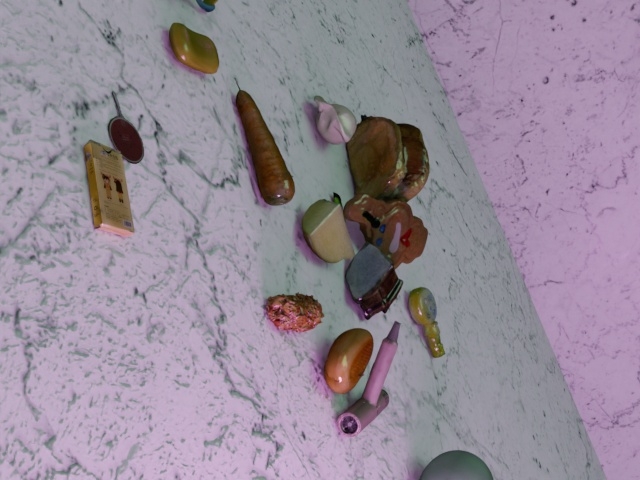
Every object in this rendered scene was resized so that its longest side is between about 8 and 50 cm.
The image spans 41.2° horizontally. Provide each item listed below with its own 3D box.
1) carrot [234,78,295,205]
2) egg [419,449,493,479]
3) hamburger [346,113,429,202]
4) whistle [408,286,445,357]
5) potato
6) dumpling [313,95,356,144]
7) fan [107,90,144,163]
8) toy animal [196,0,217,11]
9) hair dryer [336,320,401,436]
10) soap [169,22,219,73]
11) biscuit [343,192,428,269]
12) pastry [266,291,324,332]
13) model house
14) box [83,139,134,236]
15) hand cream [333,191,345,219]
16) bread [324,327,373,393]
[{"bbox_3d":[-0.128,-0.213,1.803,0.078,0.078,0.298,9,58,-62],"label":"carrot"},{"bbox_3d":[0.299,0.562,1.893,0.168,0.168,0.231,65,30,-6],"label":"egg"},{"bbox_3d":[0.186,-0.210,2.273,0.132,0.211,0.309,32,43,-45],"label":"hamburger"},{"bbox_3d":[0.288,0.223,2.311,0.104,0.057,0.198,-27,102,-58],"label":"whistle"},{"bbox_3d":[0.000,0.000,1.907,0.120,0.081,0.149,-43,130,-33],"label":"potato"},{"bbox_3d":[0.030,-0.315,2.169,0.134,0.099,0.169,54,26,-20],"label":"dumpling"},{"bbox_3d":[-0.331,-0.191,1.432,0.085,0.005,0.133,7,64,-62],"label":"fan"},{"bbox_3d":[-0.248,-0.539,1.809,0.208,0.100,0.103,-51,138,-72],"label":"toy animal"},{"bbox_3d":[0.118,0.280,1.757,0.195,0.053,0.221,-19,130,-67],"label":"hair dryer"},{"bbox_3d":[-0.254,-0.382,1.705,0.140,0.045,0.089,11,57,-60],"label":"soap"},{"bbox_3d":[0.166,-0.024,2.151,0.320,0.047,0.183,43,71,-42],"label":"biscuit"},{"bbox_3d":[-0.041,0.138,1.680,0.169,0.063,0.087,2,66,-63],"label":"pastry"},{"bbox_3d":[0.130,0.117,2.034,0.165,0.106,0.152,-52,137,-23],"label":"model house"},{"bbox_3d":[-0.329,-0.081,1.325,0.073,0.020,0.149,22,50,-57],"label":"box"},{"bbox_3d":[0.048,-0.061,2.081,0.036,0.023,0.122,39,36,-50],"label":"hand cream"},{"bbox_3d":[0.053,0.244,1.755,0.189,0.077,0.114,-44,130,-63],"label":"bread"}]
